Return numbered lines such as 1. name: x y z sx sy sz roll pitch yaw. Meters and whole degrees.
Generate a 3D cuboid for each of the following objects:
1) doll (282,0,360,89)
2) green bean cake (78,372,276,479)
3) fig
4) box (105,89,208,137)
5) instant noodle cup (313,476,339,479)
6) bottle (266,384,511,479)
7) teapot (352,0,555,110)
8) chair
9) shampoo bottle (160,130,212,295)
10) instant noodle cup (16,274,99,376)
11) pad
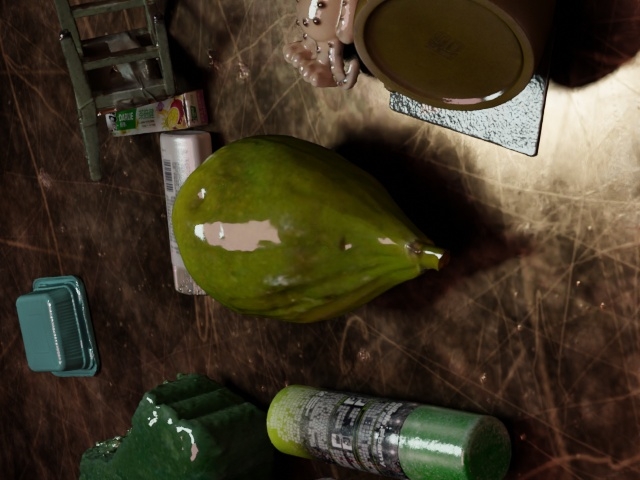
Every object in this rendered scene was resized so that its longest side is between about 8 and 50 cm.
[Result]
1. doll: 0.022 -0.304 1.231 0.154 0.119 0.278 43 132 47
2. green bean cake: -0.208 0.342 1.620 0.300 0.169 0.308 23 116 40
3. fig: -0.015 0.014 1.281 0.314 0.233 0.233 41 128 27
4. box: -0.240 -0.181 1.601 0.207 0.041 0.050 1 104 47
5. instant noodle cup: -0.054 0.430 1.427 0.243 0.231 0.243 14 110 44
6. bottle: 0.074 0.235 1.338 0.330 0.093 0.093 1 101 47
7. teapot: 0.134 -0.241 1.097 0.185 0.175 0.267 29 150 -12
8. chair: -0.276 -0.228 1.543 0.270 0.147 0.136 88 166 -48
9. shampoo bottle: -0.180 -0.039 1.564 0.086 0.056 0.227 7 106 47
10. instant noodle cup: -0.457 0.152 1.909 0.157 0.070 0.179 -7 94 46
11. pad: 0.157 -0.183 1.200 0.211 0.003 0.143 24 117 42
